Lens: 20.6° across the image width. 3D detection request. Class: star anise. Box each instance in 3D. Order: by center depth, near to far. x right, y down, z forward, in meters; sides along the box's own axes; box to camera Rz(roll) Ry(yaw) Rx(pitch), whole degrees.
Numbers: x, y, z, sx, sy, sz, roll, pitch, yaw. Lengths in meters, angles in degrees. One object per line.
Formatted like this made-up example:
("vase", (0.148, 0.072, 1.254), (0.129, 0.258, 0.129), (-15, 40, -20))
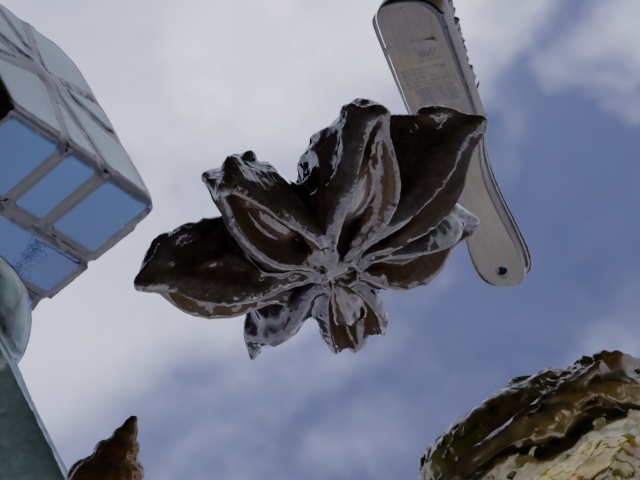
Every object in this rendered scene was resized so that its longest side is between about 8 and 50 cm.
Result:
("star anise", (0.010, -0.011, 0.970), (0.197, 0.212, 0.073), (-37, -123, 9))

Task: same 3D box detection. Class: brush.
("brush", (0.131, -0.096, 1.593), (0.070, 0.327, 0.065), (-5, -143, 27))

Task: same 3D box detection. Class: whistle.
("whistle", (-0.323, 0.104, 1.595), (0.163, 0.289, 0.163), (-20, -165, 6))

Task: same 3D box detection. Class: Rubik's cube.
("Rubik's cube", (-0.403, -0.094, 1.951), (0.283, 0.288, 0.293), (-38, -123, 11))

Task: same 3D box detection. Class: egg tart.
("egg tart", (0.165, 0.177, 1.425), (0.291, 0.291, 0.107), (-30, -118, -5))

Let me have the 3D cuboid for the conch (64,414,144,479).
("conch", (-0.166, 0.276, 1.173), (0.109, 0.093, 0.330), (15, -86, 51))
